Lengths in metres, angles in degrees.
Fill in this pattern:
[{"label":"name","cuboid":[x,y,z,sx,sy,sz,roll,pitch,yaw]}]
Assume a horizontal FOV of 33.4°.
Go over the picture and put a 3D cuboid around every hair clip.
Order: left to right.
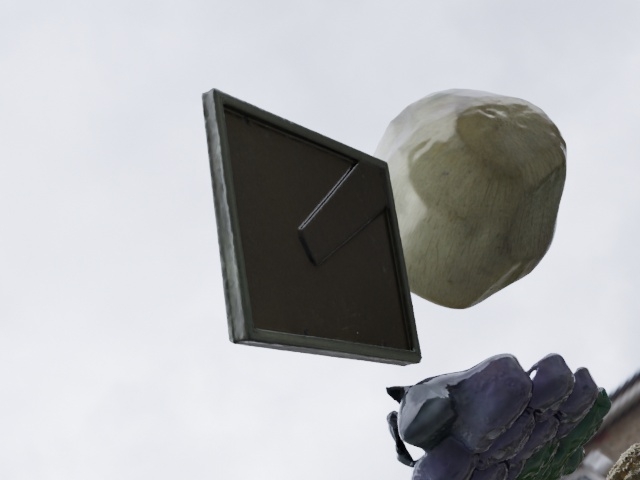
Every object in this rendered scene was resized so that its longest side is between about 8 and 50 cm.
[{"label":"hair clip","cuboid":[0.086,0.104,0.545,0.124,0.052,0.195,-46,-35,11]}]

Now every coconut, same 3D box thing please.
[{"label":"coconut","cuboid":[0.137,-0.038,1.050,0.224,0.224,0.224,-15,-61,-29]}]

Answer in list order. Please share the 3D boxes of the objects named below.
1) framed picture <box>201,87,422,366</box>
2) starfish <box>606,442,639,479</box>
[{"label":"framed picture","cuboid":[0.000,0.000,0.668,0.203,0.015,0.150,15,-118,-56]},{"label":"starfish","cuboid":[0.529,0.282,1.270,0.301,0.293,0.084,-44,-35,-26]}]
